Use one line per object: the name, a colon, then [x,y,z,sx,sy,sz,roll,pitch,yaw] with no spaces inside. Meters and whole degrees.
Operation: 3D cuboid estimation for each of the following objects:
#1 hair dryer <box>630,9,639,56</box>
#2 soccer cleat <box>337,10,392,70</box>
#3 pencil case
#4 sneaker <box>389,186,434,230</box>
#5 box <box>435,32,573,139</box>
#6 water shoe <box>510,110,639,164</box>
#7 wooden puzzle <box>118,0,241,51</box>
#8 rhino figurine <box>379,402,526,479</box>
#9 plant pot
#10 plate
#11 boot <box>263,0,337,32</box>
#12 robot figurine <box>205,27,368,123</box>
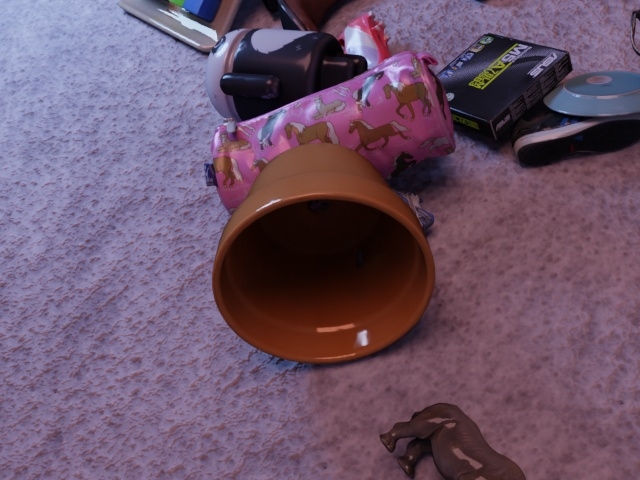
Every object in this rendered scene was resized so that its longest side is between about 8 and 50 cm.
hair dryer: [0.570,-0.330,1.213,0.080,0.223,0.293,-15,43,45]
soccer cleat: [0.091,-0.299,1.416,0.095,0.083,0.248,-33,52,29]
pencil case: [0.016,-0.155,1.232,0.386,0.167,0.160,-19,57,15]
sneaker: [0.126,-0.051,1.242,0.058,0.052,0.135,-19,43,-24]
box: [0.282,-0.260,1.320,0.191,0.045,0.184,-41,38,-14]
water shoe: [0.397,-0.179,1.236,0.203,0.073,0.080,-11,51,8]
wooden puzzle: [-0.261,-0.593,1.626,0.322,0.080,0.348,33,100,32]
rhino figurine: [0.187,0.294,0.961,0.106,0.073,0.243,-39,56,-9]
plant pot: [0.000,0.000,1.113,0.291,0.291,0.203,-13,37,7]
plate: [0.443,-0.234,1.241,0.188,0.024,0.188,-9,27,4]
boot: [0.047,-0.476,1.558,0.280,0.096,0.264,-21,45,-8]
robot figurine: [-0.061,-0.277,1.370,0.278,0.209,0.173,9,72,21]
